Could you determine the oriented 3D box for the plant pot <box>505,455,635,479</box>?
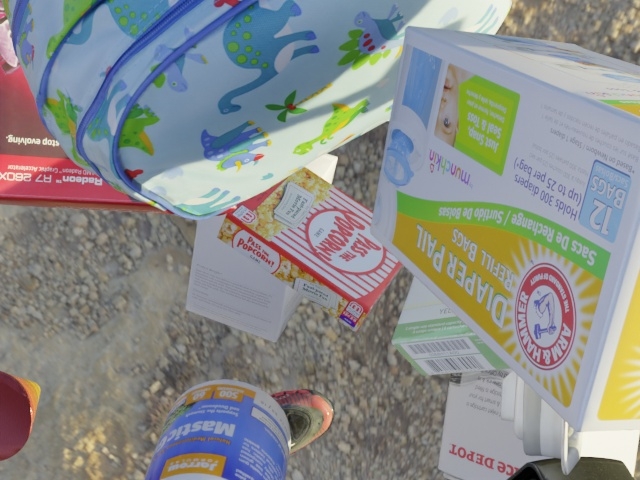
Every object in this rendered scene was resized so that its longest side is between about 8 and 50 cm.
[{"bbox_3d":[0.322,0.375,1.181,0.167,0.188,0.187,-11,59,-32],"label":"plant pot"}]

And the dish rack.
[{"bbox_3d":[0.242,0.066,0.988,0.072,0.285,0.332,1,83,18],"label":"dish rack"}]

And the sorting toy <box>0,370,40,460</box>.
[{"bbox_3d":[-0.433,0.330,1.257,0.127,0.126,0.365,14,100,9],"label":"sorting toy"}]

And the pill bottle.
[{"bbox_3d":[-0.118,0.281,1.001,0.152,0.152,0.272,3,24,3],"label":"pill bottle"}]

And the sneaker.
[{"bbox_3d":[-0.109,0.296,1.388,0.276,0.135,0.097,-16,93,-1],"label":"sneaker"}]

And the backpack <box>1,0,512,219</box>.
[{"bbox_3d":[-0.026,-0.175,0.588,0.356,0.290,0.273,-14,79,9],"label":"backpack"}]

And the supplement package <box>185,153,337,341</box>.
[{"bbox_3d":[-0.102,-0.011,1.602,0.178,0.292,0.175,20,34,9],"label":"supplement package"}]

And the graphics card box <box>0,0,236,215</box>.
[{"bbox_3d":[-0.188,-0.212,0.862,0.233,0.094,0.370,3,90,-28],"label":"graphics card box"}]

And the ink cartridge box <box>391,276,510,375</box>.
[{"bbox_3d":[0.168,-0.006,0.743,0.171,0.056,0.235,-13,42,40],"label":"ink cartridge box"}]

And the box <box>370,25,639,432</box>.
[{"bbox_3d":[0.112,-0.017,0.408,0.103,0.203,0.114,2,110,-20],"label":"box"}]

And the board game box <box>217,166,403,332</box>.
[{"bbox_3d":[0.000,0.000,1.098,0.194,0.045,0.147,34,43,6],"label":"board game box"}]

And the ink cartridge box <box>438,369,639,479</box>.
[{"bbox_3d":[0.361,0.217,1.520,0.166,0.285,0.394,9,89,-34],"label":"ink cartridge box"}]
